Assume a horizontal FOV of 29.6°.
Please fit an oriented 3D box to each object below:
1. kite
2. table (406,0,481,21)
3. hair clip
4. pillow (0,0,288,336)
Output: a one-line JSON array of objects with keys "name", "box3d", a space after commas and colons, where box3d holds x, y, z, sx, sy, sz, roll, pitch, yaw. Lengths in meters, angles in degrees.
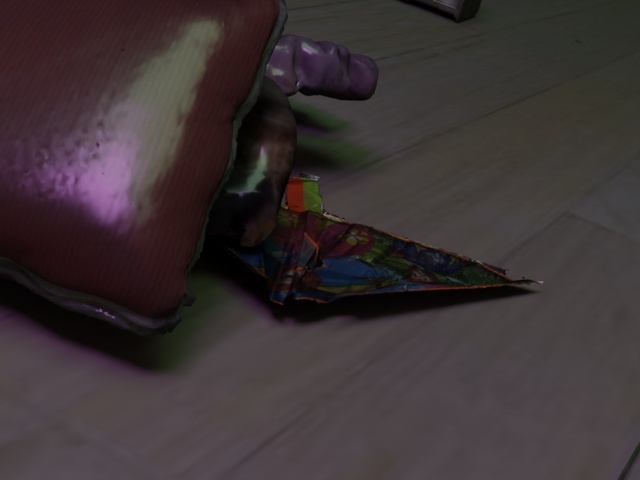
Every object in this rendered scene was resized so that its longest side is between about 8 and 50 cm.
[{"name": "kite", "box3d": [0.000, 0.000, 0.590, 0.241, 0.014, 0.183, 15, 19, -7]}, {"name": "table", "box3d": [0.125, -0.274, 1.259, 0.083, 0.062, 0.079, 24, 23, 15]}, {"name": "hair clip", "box3d": [-0.047, -0.083, 0.651, 0.173, 0.069, 0.300, 12, 19, -12]}, {"name": "pillow", "box3d": [-0.118, -0.048, 0.493, 0.179, 0.075, 0.171, 12, 54, 7]}]
